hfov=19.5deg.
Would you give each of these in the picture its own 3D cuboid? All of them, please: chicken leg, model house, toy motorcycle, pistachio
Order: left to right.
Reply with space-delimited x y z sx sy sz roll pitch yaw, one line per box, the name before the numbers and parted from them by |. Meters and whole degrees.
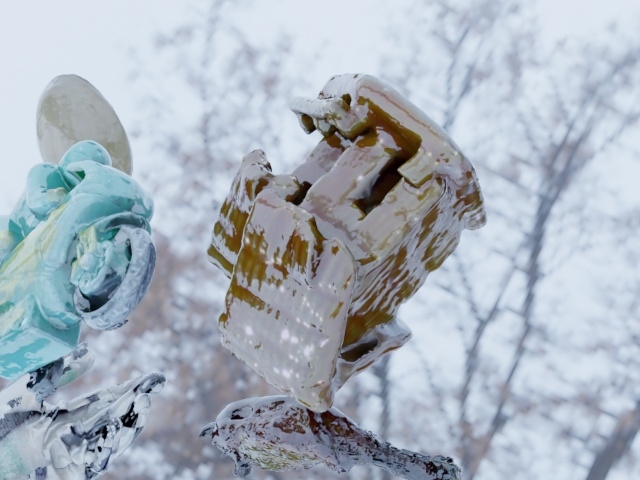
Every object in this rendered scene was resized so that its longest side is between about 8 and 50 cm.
toy motorcycle | -0.227 0.015 1.501 0.109 0.198 0.296 30 -40 -32
pistachio | -0.305 -0.129 2.371 0.126 0.108 0.185 -43 -111 30
model house | 0.001 -0.001 1.434 0.199 0.229 0.219 34 -11 30
chicken leg | 0.002 0.177 1.583 0.253 0.051 0.106 7 -33 32

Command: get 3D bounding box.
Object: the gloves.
gloves | -0.250 0.187 1.863 0.127 0.212 0.111 39 -50 36
